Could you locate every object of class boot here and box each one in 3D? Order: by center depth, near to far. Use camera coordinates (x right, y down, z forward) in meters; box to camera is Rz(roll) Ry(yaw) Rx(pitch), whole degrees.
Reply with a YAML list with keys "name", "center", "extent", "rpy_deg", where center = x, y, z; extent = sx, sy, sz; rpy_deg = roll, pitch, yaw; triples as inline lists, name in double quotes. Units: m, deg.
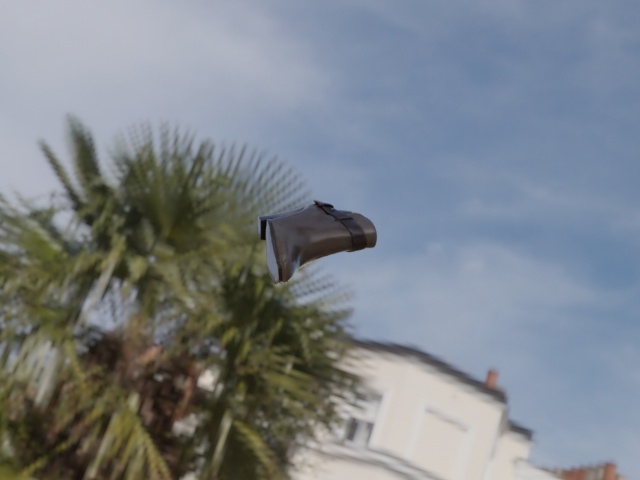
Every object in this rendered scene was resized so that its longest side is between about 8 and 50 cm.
- name: "boot"
  center: [0.000, 0.000, 1.016]
  extent: [0.087, 0.118, 0.042]
  rpy_deg: [-1, -65, -10]
